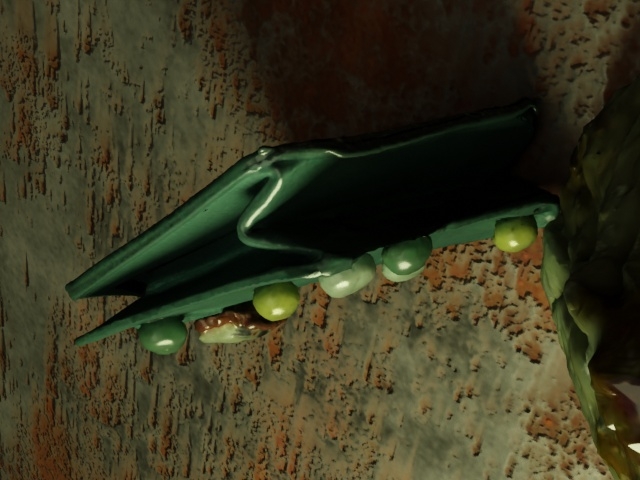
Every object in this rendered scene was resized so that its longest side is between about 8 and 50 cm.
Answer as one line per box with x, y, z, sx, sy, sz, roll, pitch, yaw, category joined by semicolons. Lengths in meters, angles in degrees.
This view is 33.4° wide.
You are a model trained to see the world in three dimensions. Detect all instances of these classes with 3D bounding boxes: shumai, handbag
0.203;0.064;0.577;0.304;0.263;0.309;-17;100;45;shumai
0.003;0.004;0.731;0.274;0.268;0.100;-25;84;44;handbag
